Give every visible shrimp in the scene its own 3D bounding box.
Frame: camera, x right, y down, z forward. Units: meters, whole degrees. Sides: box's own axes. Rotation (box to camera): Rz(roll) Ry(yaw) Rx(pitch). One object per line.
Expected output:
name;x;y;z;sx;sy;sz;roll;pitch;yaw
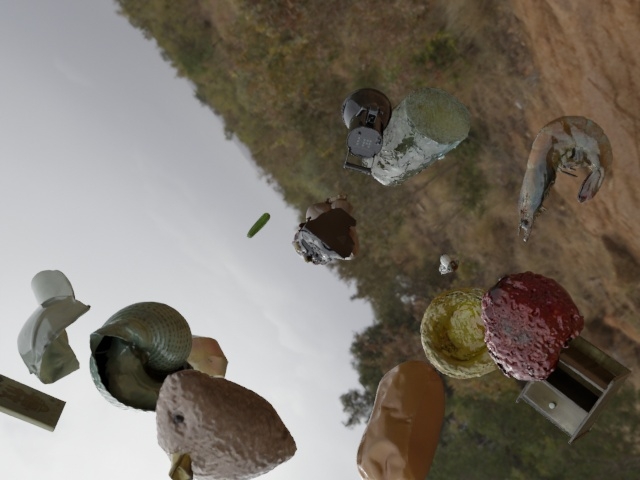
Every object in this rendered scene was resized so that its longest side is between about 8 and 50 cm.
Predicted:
shrimp;0.443;-0.105;1.125;0.143;0.251;0.052;18;-151;7

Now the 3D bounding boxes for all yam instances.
yam;0.311;-0.346;2.081;0.241;0.241;0.348;49;140;-1

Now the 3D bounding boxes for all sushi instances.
sushi;0.000;0.000;1.759;0.153;0.150;0.172;39;-139;-9

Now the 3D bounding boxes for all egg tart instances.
egg tart;0.443;0.272;1.829;0.288;0.288;0.118;50;-171;17

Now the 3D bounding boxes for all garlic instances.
garlic;0.039;-0.029;1.976;0.191;0.160;0.214;-78;-16;-56

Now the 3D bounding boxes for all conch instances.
conch;-0.488;0.310;1.601;0.319;0.215;0.303;11;-119;-46

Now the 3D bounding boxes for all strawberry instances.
strawberry;0.506;0.201;1.535;0.220;0.274;0.274;25;-175;-6

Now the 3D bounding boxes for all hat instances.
hat;-0.754;0.220;1.658;0.168;0.258;0.301;-10;-133;-40

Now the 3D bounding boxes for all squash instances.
squash;-0.166;-0.039;1.625;0.027;0.089;0.027;39;165;12

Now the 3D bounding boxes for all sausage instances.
sausage;0.143;0.324;1.071;0.136;0.241;0.120;-10;136;48

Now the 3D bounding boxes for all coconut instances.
coconut;-0.463;0.451;2.300;0.237;0.197;0.237;61;173;13

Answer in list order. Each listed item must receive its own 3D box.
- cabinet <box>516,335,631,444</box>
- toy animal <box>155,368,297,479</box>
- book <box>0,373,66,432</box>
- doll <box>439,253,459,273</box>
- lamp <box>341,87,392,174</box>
cabinet;0.663;0.387;1.606;0.148;0.215;0.175;-1;-148;-47
toy animal;-0.223;0.443;1.397;0.358;0.226;0.188;28;177;-12
book;-0.839;0.416;1.636;0.295;0.020;0.208;29;177;-16
doll;0.347;0.072;1.660;0.058;0.040;0.085;48;163;31
lamp;0.128;-0.315;1.678;0.147;0.172;0.227;15;-144;-5
